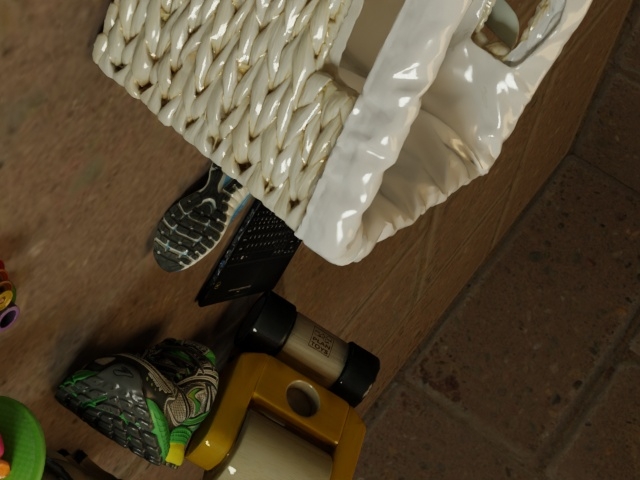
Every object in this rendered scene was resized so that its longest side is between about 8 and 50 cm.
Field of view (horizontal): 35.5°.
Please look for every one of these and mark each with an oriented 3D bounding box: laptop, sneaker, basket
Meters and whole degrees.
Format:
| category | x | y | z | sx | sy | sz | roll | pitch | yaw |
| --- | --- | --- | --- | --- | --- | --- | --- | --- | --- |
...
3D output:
| category | x | y | z | sx | sy | sz | roll | pitch | yaw |
| --- | --- | --- | --- | --- | --- | --- | --- | --- | --- |
| laptop | 0.000 | 0.000 | 1.308 | 0.264 | 0.137 | 0.234 | -59 | 163 | 13 |
| sneaker | -0.112 | -0.027 | 1.064 | 0.162 | 0.063 | 0.073 | -51 | 167 | -14 |
| basket | 0.046 | -0.212 | 0.774 | 0.331 | 0.266 | 0.328 | -31 | 151 | -58 |
| sneaker | -0.195 | 0.165 | 1.138 | 0.146 | 0.134 | 0.343 | -59 | 174 | -12 |

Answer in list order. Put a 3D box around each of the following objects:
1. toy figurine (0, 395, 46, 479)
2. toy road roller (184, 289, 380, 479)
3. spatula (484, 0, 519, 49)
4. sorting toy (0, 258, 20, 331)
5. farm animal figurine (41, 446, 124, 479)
| category | x | y | z | sx | sy | sz | roll | pitch | yaw |
| --- | --- | --- | --- | --- | --- | --- | --- | --- | --- |
| toy figurine | -0.333 | 0.169 | 0.790 | 0.173 | 0.130 | 0.159 | -30 | 148 | -1 |
| toy road roller | -0.075 | 0.258 | 1.396 | 0.240 | 0.203 | 0.329 | -46 | -164 | 42 |
| spatula | 0.122 | -0.262 | 0.978 | 0.019 | 0.242 | 0.168 | -3 | 136 | -39 |
| sorting toy | -0.267 | 0.055 | 0.813 | 0.061 | 0.042 | 0.102 | -49 | 163 | -22 |
| farm animal figurine | -0.294 | 0.326 | 1.043 | 0.330 | 0.172 | 0.326 | -41 | 159 | -41 |
